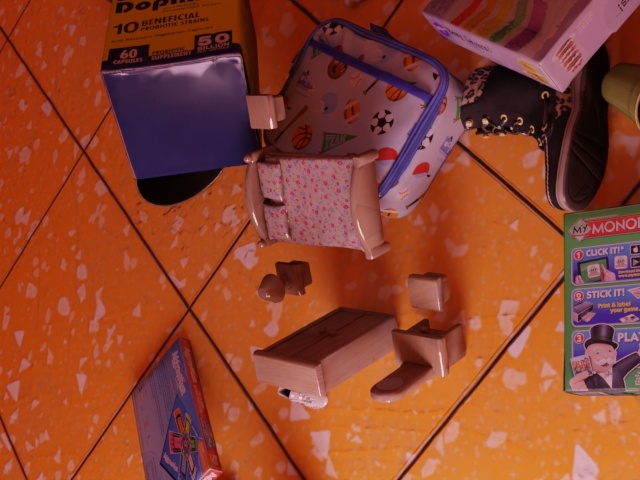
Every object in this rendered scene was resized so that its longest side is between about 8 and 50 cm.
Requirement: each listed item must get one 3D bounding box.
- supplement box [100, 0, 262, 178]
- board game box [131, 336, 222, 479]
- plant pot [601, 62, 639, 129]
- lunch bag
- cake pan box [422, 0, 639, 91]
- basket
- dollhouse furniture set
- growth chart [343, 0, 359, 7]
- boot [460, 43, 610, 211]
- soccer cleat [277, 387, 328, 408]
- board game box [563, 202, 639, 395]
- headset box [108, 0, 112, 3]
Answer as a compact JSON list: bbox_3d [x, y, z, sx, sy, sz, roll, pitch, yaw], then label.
[{"bbox_3d":[-0.201,-0.287,1.458,0.194,0.195,0.356,-8,43,1],"label":"supplement box"},{"bbox_3d":[-0.229,0.295,1.495,0.145,0.027,0.281,-50,36,21],"label":"board game box"},{"bbox_3d":[0.372,-0.173,1.116,0.083,0.083,0.079,-60,36,11],"label":"plant pot"},{"bbox_3d":[0.059,-0.187,1.372,0.303,0.115,0.243,36,99,41],"label":"lunch bag"},{"bbox_3d":[0.290,-0.334,1.187,0.267,0.070,0.246,-49,42,3],"label":"cake pan box"},{"bbox_3d":[-0.269,-0.202,1.647,0.204,0.154,0.227,-50,47,16],"label":"basket"},{"bbox_3d":[0.000,0.000,1.217,0.303,0.174,0.355,6,113,42],"label":"dollhouse furniture set"},{"bbox_3d":[0.058,-0.482,1.523,0.172,0.021,0.237,-44,53,22],"label":"growth chart"},{"bbox_3d":[0.260,-0.136,1.191,0.178,0.085,0.236,-7,63,42],"label":"boot"},{"bbox_3d":[-0.025,0.223,1.372,0.083,0.035,0.029,7,82,43],"label":"soccer cleat"},{"bbox_3d":[0.413,0.056,1.024,0.317,0.046,0.213,-8,71,40],"label":"board game box"},{"bbox_3d":[-0.384,-0.579,1.854,0.218,0.110,0.293,-54,43,8],"label":"headset box"}]
